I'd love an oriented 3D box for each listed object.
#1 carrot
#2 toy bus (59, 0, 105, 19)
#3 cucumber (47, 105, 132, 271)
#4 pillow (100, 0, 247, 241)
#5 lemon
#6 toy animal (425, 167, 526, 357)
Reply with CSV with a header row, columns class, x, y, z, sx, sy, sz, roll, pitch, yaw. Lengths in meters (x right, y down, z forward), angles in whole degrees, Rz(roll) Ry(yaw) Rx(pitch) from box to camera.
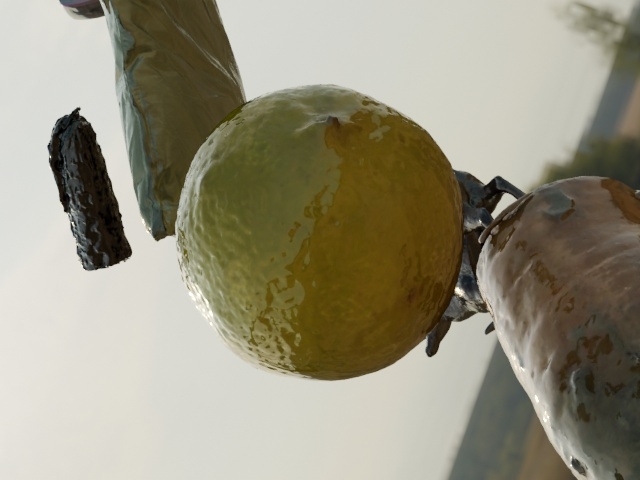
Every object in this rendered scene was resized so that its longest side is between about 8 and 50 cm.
class,x,y,z,sx,sy,sz,roll,pitch,yaw
carrot,0.289,0.105,1.770,0.341,0.224,0.224,-119,38,-53
toy bus,-0.242,-0.299,1.937,0.057,0.072,0.172,57,-165,-75
cucumber,-0.202,-0.041,1.732,0.053,0.053,0.181,-63,-27,-45
pillow,-0.105,-0.125,1.438,0.274,0.076,0.281,33,-137,-79
lemon,0.000,0.000,1.201,0.203,0.178,0.178,90,-160,-51
toy animal,0.152,0.025,2.066,0.087,0.260,0.244,-15,-67,-31
